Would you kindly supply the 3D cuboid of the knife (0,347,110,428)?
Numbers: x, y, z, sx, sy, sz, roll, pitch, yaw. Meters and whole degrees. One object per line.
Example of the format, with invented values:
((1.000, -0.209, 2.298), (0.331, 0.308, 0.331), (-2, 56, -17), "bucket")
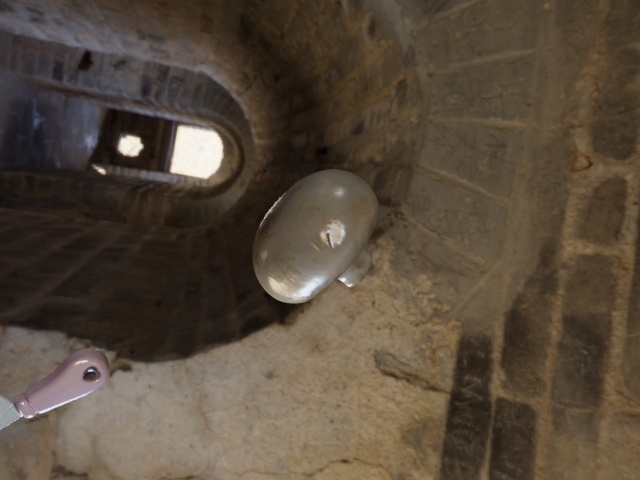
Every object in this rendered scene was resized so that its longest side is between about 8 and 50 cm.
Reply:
((-0.481, 0.260, 0.849), (0.043, 0.336, 0.081), (36, -31, 57), "knife")

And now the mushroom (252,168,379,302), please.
((0.000, 0.000, 0.873), (0.226, 0.178, 0.226), (-39, -166, 11), "mushroom")
